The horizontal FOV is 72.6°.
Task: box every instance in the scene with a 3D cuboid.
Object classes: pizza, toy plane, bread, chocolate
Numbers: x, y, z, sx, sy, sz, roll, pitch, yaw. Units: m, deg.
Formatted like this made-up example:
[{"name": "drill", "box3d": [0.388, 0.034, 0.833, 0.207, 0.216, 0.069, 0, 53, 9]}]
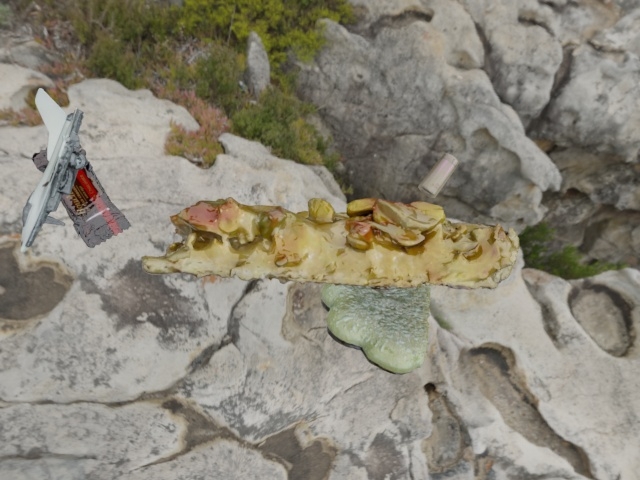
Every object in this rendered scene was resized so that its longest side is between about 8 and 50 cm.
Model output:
[{"name": "pizza", "box3d": [0.000, 0.000, 0.424, 0.287, 0.251, 0.074, 4, 89, -11]}, {"name": "toy plane", "box3d": [-0.380, -0.095, 0.638, 0.082, 0.160, 0.234, 6, 93, -31]}, {"name": "bread", "box3d": [0.100, 0.118, 0.798, 0.207, 0.056, 0.287, 15, 27, 4]}, {"name": "chocolate", "box3d": [-0.408, -0.082, 0.747, 0.086, 0.028, 0.183, -33, 98, -16]}]

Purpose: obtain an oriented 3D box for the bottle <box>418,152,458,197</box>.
[{"name": "bottle", "box3d": [0.259, -0.142, 0.951, 0.045, 0.045, 0.096, 37, 92, 10]}]
